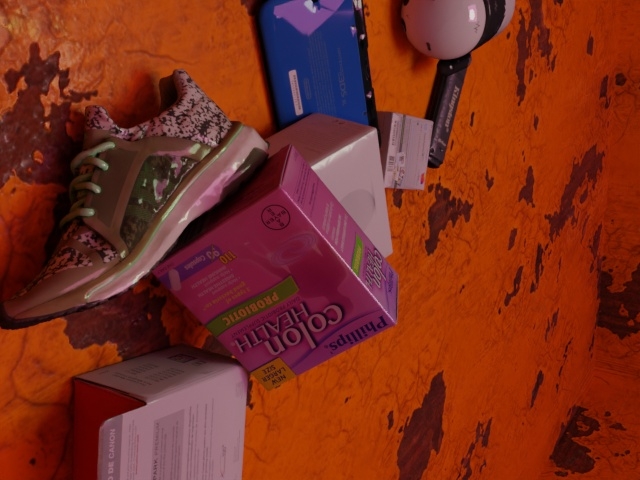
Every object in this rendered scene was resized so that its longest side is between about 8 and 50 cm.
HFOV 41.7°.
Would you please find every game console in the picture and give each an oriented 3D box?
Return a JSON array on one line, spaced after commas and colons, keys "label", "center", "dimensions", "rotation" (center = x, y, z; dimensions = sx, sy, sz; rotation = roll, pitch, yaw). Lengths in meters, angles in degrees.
[{"label": "game console", "center": [0.004, -0.290, 1.369], "dimensions": [0.250, 0.173, 0.293], "rotation": [-22, 122, -19]}]

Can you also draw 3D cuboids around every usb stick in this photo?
[{"label": "usb stick", "center": [0.265, -0.291, 1.780], "dimensions": [0.077, 0.045, 0.278], "rotation": [29, 75, -59]}]

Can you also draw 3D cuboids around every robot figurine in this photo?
[{"label": "robot figurine", "center": [0.266, -0.450, 1.618], "dimensions": [0.209, 0.173, 0.278], "rotation": [56, 42, -4]}]

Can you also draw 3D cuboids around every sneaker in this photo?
[{"label": "sneaker", "center": [-0.242, -0.060, 0.974], "dimensions": [0.182, 0.158, 0.410], "rotation": [54, 49, -16]}]

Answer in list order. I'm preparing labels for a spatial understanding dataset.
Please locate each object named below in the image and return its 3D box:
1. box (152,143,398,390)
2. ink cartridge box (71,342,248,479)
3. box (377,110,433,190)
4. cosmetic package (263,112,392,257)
[{"label": "box", "center": [-0.054, 0.041, 1.088], "dimensions": [0.243, 0.213, 0.117], "rotation": [50, 24, -23]}, {"label": "ink cartridge box", "center": [-0.228, 0.317, 1.074], "dimensions": [0.272, 0.130, 0.310], "rotation": [-10, 107, -58]}, {"label": "box", "center": [0.160, -0.173, 1.652], "dimensions": [0.186, 0.038, 0.145], "rotation": [-4, 103, -57]}, {"label": "cosmetic package", "center": [-0.025, -0.038, 1.253], "dimensions": [0.224, 0.138, 0.224], "rotation": [-34, 128, -34]}]
